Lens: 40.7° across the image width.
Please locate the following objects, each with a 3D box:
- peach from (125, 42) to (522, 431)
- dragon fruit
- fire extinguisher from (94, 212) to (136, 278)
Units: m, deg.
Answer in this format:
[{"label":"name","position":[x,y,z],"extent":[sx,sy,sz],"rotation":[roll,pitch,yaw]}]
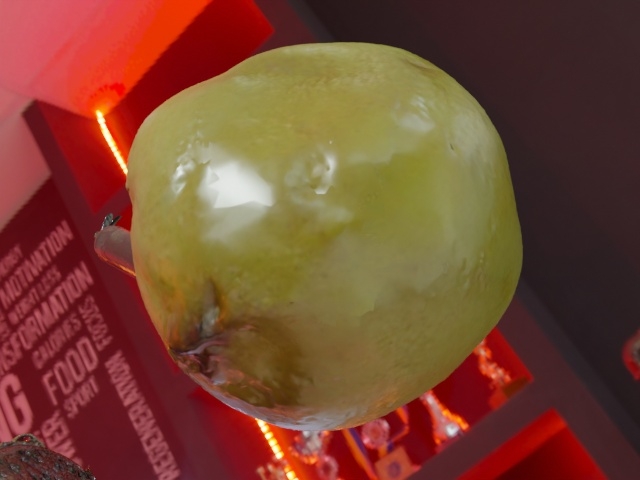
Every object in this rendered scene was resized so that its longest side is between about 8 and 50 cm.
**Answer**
[{"label":"peach","position":[0.007,-0.003,0.697],"extent":[0.314,0.315,0.281],"rotation":[2,-56,2]},{"label":"dragon fruit","position":[-0.341,0.306,0.943],"extent":[0.161,0.120,0.127],"rotation":[-54,4,4]},{"label":"fire extinguisher","position":[-0.333,0.014,1.529],"extent":[0.072,0.268,0.089],"rotation":[36,-100,-40]}]
